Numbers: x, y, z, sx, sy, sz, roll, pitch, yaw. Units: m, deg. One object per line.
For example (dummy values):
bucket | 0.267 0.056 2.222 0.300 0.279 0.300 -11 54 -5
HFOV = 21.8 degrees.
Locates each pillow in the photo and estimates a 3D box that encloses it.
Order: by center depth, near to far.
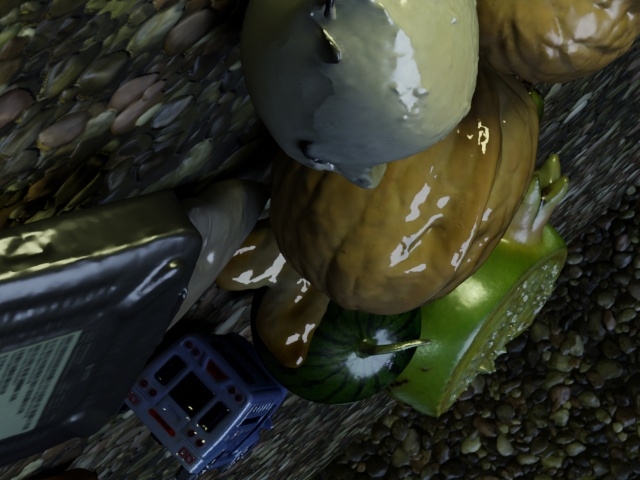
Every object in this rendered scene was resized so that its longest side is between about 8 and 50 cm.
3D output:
pillow | -0.162 0.054 1.433 0.270 0.067 0.173 -47 169 21

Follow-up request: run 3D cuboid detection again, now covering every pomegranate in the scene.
pomegranate | 0.153 0.022 1.978 0.309 0.216 0.359 -27 144 -52

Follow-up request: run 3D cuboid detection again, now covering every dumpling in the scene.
dumpling | 0.046 -0.167 1.146 0.243 0.175 0.227 -33 -150 55

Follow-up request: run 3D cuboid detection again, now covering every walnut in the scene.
walnut | 0.175 -0.215 1.257 0.213 0.213 0.213 -39 167 -10
walnut | 0.072 -0.058 1.431 0.225 0.225 0.261 -23 147 -56

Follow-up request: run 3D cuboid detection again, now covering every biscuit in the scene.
biscuit | -0.001 -0.001 1.568 0.208 0.164 0.047 -40 -159 -8

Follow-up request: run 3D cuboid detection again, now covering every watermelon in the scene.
watermelon | 0.019 0.088 1.778 0.188 0.188 0.215 -42 -152 4

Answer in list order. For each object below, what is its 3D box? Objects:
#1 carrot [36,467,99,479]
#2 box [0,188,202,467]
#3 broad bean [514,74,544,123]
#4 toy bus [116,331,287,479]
carrot | -0.313 0.298 1.810 0.072 0.072 0.205 -46 165 20
box | -0.243 0.089 1.212 0.289 0.073 0.290 -16 152 -38
broad bean | 0.229 -0.128 2.001 0.077 0.061 0.339 -51 169 -9
toy bus | -0.118 0.170 1.789 0.133 0.125 0.292 -44 172 2
